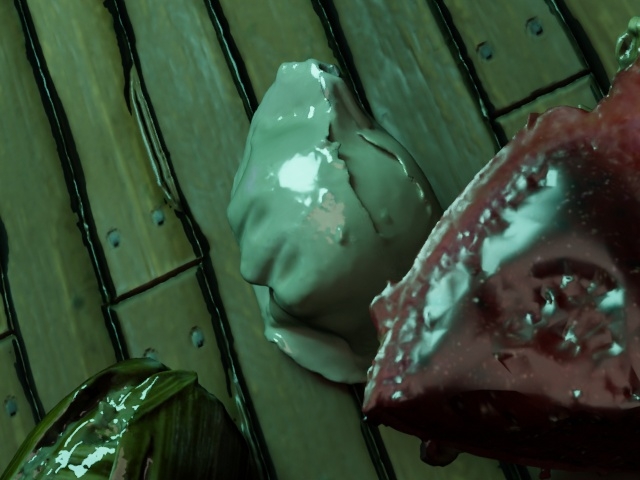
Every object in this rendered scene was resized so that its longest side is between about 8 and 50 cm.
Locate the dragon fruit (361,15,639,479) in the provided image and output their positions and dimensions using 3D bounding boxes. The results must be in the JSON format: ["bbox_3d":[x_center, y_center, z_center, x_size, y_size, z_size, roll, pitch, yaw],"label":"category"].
[{"bbox_3d":[0.167,0.008,0.569,0.262,0.134,0.211,2,76,16],"label":"dragon fruit"}]

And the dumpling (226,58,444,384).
[{"bbox_3d":[0.000,0.000,0.657,0.127,0.108,0.188,-33,80,32],"label":"dumpling"}]

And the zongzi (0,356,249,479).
[{"bbox_3d":[-0.188,0.194,0.646,0.288,0.134,0.285,2,66,29],"label":"zongzi"}]
